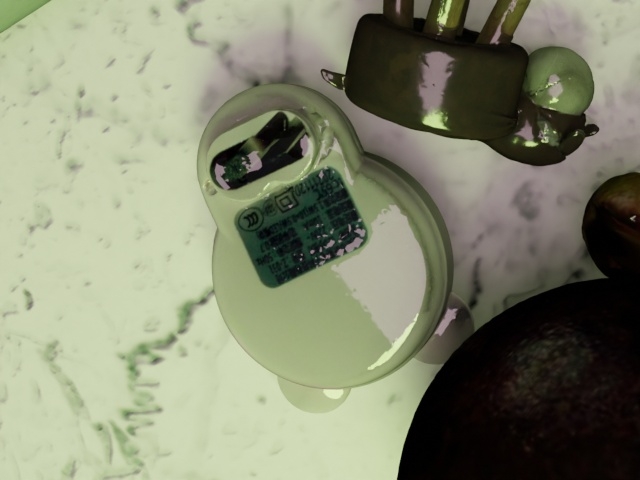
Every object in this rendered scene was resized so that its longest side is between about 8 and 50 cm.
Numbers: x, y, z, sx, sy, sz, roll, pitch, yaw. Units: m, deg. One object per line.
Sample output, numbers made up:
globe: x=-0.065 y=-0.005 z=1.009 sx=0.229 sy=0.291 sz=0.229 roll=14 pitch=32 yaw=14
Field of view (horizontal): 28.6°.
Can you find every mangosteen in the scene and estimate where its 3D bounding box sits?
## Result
mangosteen: x=0.257 y=0.156 z=0.848 sx=0.382 sy=0.382 sz=0.435 roll=24 pitch=93 yaw=-5

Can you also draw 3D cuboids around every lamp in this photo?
lamp: x=0.000 y=-0.001 z=0.936 sx=0.179 sy=0.108 sz=0.246 roll=-25 pitch=97 yaw=13

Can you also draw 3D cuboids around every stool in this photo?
stool: x=0.112 y=-0.125 z=0.891 sx=0.217 sy=0.125 sz=0.121 roll=13 pitch=105 yaw=-11

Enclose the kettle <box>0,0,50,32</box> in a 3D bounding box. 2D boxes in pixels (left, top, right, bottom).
kettle: x=-0.290 y=-0.235 z=0.856 sx=0.318 sy=0.265 sz=0.205 roll=-29 pitch=135 yaw=10
